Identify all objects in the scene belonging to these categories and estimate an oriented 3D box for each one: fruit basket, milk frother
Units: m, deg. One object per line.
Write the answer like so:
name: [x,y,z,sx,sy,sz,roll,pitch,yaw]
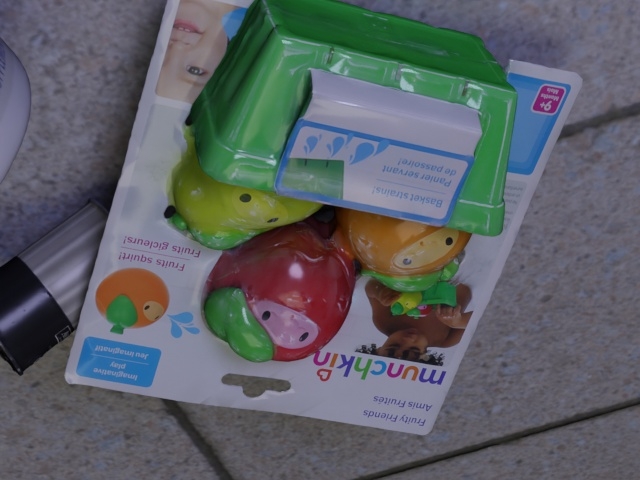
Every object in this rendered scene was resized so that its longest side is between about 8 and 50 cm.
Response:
fruit basket: [0.000,0.000,0.986,0.327,0.165,0.353,12,112,-18]
milk frother: [-0.239,0.013,1.055,0.134,0.129,0.143,-38,104,-17]

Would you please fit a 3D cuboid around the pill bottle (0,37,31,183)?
pill bottle: [-0.380,-0.161,0.761,0.229,0.229,0.408,-24,133,16]
